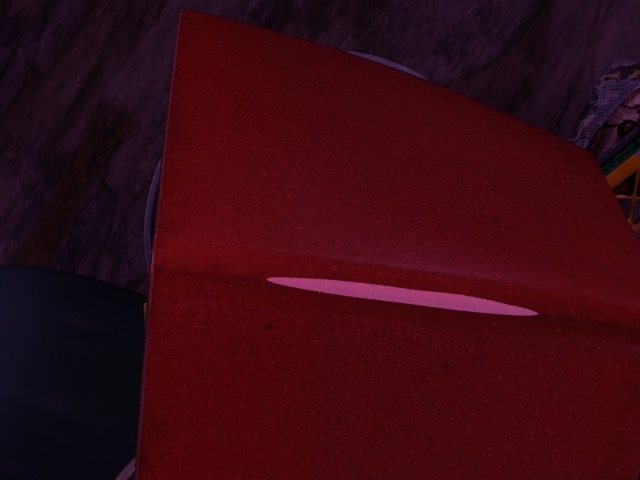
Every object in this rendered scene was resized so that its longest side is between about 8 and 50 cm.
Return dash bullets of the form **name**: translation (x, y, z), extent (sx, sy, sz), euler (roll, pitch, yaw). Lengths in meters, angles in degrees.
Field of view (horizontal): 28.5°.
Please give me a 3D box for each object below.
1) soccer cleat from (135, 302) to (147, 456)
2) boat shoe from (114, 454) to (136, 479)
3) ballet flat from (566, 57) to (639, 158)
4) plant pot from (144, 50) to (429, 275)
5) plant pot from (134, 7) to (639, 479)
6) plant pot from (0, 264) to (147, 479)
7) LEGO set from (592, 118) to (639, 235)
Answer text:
- **soccer cleat**: translation (-0.154, 0.120, 1.348), extent (0.093, 0.121, 0.289), euler (1, 69, 57)
- **boat shoe**: translation (-0.142, 0.253, 1.251), extent (0.285, 0.102, 0.092), euler (-60, 25, -6)
- **ballet flat**: translation (0.212, -0.053, 0.978), extent (0.070, 0.070, 0.188), euler (31, 97, 60)
- **plant pot**: translation (0.000, 0.000, 1.087), extent (0.196, 0.293, 0.293), euler (149, 145, -84)
- **plant pot**: translation (0.029, 0.060, 0.649), extent (0.267, 0.235, 0.267), euler (-95, 11, -59)
- **plant pot**: translation (-0.340, 0.163, 1.493), extent (0.293, 0.235, 0.293), euler (-38, 38, 38)
- **LEGO set**: translation (0.278, 0.038, 0.733), extent (0.255, 0.192, 0.331), euler (-42, 18, 1)
